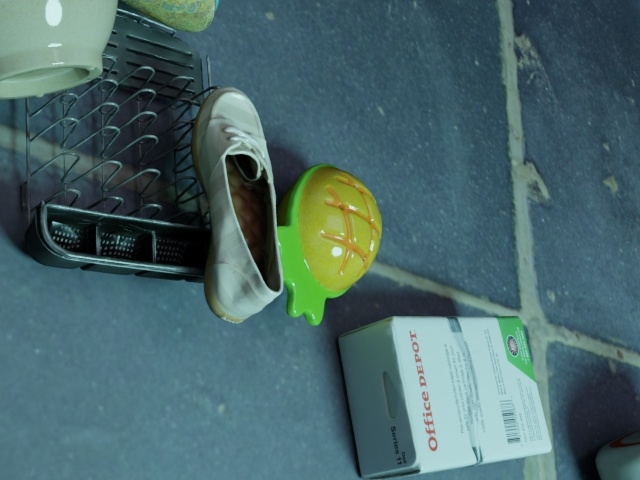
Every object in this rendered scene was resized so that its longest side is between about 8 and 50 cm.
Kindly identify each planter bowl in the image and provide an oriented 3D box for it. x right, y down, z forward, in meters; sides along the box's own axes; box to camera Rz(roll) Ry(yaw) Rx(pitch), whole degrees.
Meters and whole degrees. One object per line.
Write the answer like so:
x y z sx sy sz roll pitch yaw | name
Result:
-0.222 -0.169 0.687 0.162 0.162 0.109 -15 91 -44 | planter bowl

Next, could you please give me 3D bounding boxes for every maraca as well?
0.000 0.000 0.889 0.127 0.099 0.185 63 35 -21 | maraca

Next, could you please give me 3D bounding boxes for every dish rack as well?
-0.163 -0.093 0.811 0.208 0.074 0.271 10 65 -40 | dish rack

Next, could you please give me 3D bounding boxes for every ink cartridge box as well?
0.129 0.159 0.948 0.208 0.087 0.153 6 68 -41 | ink cartridge box

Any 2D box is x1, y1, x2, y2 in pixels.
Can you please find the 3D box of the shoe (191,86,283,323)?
-0.063 -0.040 0.782 0.077 0.058 0.219 12 62 -38 | shoe

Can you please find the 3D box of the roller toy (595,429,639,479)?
0.436 0.281 1.093 0.209 0.191 0.146 -8 76 -43 | roller toy

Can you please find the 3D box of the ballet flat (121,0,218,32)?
-0.231 -0.322 0.828 0.123 0.123 0.348 -35 91 -45 | ballet flat
